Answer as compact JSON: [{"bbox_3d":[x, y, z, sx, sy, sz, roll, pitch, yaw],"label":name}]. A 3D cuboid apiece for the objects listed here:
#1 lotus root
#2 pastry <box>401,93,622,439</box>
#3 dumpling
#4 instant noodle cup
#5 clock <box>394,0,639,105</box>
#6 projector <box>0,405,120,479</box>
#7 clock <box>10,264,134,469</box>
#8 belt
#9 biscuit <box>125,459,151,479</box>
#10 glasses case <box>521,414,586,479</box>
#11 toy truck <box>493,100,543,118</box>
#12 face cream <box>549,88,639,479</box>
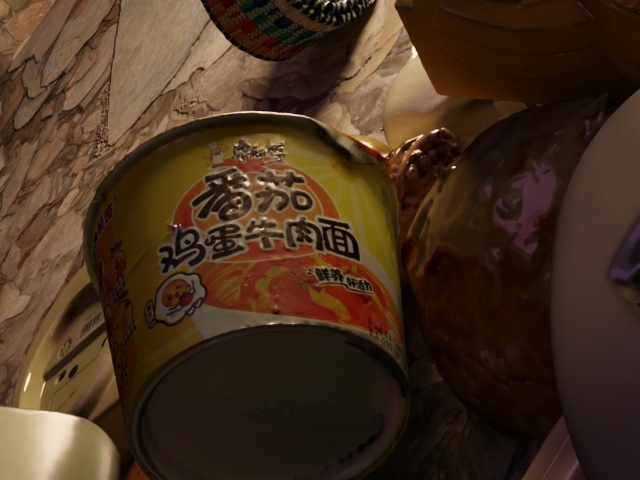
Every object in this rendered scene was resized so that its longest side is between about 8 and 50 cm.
[{"bbox_3d":[0.000,0.000,1.217,0.342,0.169,0.152,-26,45,42],"label":"lotus root"},{"bbox_3d":[0.148,0.006,0.979,0.256,0.170,0.237,-10,48,60],"label":"pastry"},{"bbox_3d":[0.127,-0.136,1.261,0.150,0.092,0.176,-7,44,38],"label":"dumpling"},{"bbox_3d":[-0.050,0.064,1.021,0.264,0.264,0.200,-41,37,26],"label":"instant noodle cup"},{"bbox_3d":[0.237,-0.208,0.964,0.317,0.200,0.244,13,69,21],"label":"clock"},{"bbox_3d":[-0.301,0.304,1.104,0.249,0.248,0.248,-92,10,-52],"label":"projector"},{"bbox_3d":[-0.236,0.137,1.514,0.284,0.114,0.309,-41,29,29],"label":"clock"},{"bbox_3d":[-0.039,-0.354,1.626,0.160,0.207,0.295,-24,39,42],"label":"belt"},{"bbox_3d":[-0.126,0.264,1.206,0.312,0.057,0.351,-52,23,38],"label":"biscuit"},{"bbox_3d":[0.149,0.196,0.858,0.196,0.083,0.050,-59,27,-4],"label":"glasses case"},{"bbox_3d":[0.220,-0.215,1.154,0.157,0.124,0.272,-9,54,35],"label":"toy truck"},{"bbox_3d":[0.271,0.051,0.676,0.312,0.219,0.357,-48,31,13],"label":"face cream"}]
